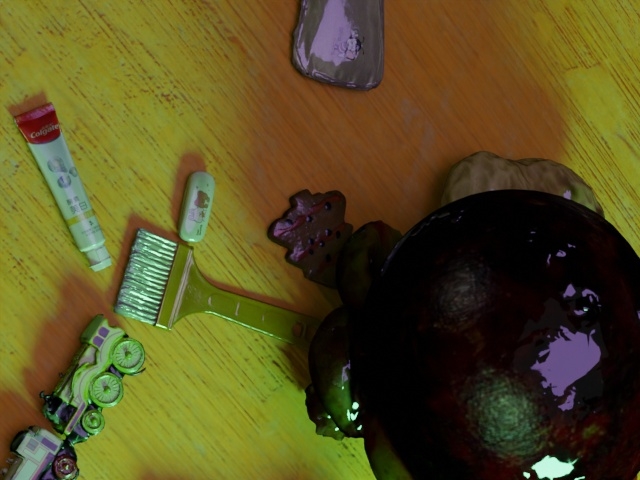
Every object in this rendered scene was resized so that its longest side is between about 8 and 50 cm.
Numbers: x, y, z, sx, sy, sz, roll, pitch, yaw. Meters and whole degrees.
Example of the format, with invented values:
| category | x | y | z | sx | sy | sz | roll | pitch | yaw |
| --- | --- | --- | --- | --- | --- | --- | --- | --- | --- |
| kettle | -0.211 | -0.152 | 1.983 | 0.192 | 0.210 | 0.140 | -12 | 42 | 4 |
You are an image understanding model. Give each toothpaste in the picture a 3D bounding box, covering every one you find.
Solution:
| category | x | y | z | sx | sy | sz | roll | pitch | yaw |
| --- | --- | --- | --- | --- | --- | --- | --- | --- | --- |
| toothpaste | -0.278 | -0.056 | 1.540 | 0.048 | 0.031 | 0.190 | -26 | 97 | -25 |

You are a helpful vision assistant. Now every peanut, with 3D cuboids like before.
| category | x | y | z | sx | sy | sz | roll | pitch | yaw |
| --- | --- | --- | --- | --- | --- | --- | --- | --- | --- |
| peanut | 0.258 | -0.017 | 1.792 | 0.233 | 0.110 | 0.196 | -1 | 85 | -30 |

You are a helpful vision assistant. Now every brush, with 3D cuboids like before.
| category | x | y | z | sx | sy | sz | roll | pitch | yaw |
| --- | --- | --- | --- | --- | --- | --- | --- | --- | --- |
| brush | -0.108 | 0.075 | 1.636 | 0.272 | 0.013 | 0.103 | 21 | 78 | -28 |

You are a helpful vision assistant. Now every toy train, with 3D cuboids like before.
| category | x | y | z | sx | sy | sz | roll | pitch | yaw |
| --- | --- | --- | --- | --- | --- | --- | --- | --- | --- |
| toy train | -0.276 | 0.203 | 1.513 | 0.085 | 0.053 | 0.249 | 34 | 72 | -15 |

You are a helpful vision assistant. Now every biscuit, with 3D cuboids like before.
| category | x | y | z | sx | sy | sz | roll | pitch | yaw |
| --- | --- | --- | --- | --- | --- | --- | --- | --- | --- |
| biscuit | 0.000 | 0.000 | 1.697 | 0.119 | 0.019 | 0.130 | -30 | 102 | -27 |

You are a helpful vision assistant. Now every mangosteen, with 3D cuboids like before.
| category | x | y | z | sx | sy | sz | roll | pitch | yaw |
| --- | --- | --- | --- | --- | --- | --- | --- | --- | --- |
| mangosteen | 0.197 | 0.127 | 1.587 | 0.381 | 0.421 | 0.381 | 1 | 89 | -41 |

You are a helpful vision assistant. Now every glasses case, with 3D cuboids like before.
| category | x | y | z | sx | sy | sz | roll | pitch | yaw |
| --- | --- | --- | --- | --- | --- | --- | --- | --- | --- |
| glasses case | -0.143 | -0.039 | 1.617 | 0.032 | 0.021 | 0.083 | 16 | 79 | -29 |

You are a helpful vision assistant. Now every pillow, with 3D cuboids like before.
| category | x | y | z | sx | sy | sz | roll | pitch | yaw |
| --- | --- | --- | --- | --- | --- | --- | --- | --- | --- |
| pillow | 0.030 | -0.304 | 1.721 | 0.131 | 0.038 | 0.232 | 7 | 86 | -26 |

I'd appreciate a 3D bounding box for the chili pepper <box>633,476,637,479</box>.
| category | x | y | z | sx | sy | sz | roll | pitch | yaw |
| --- | --- | --- | --- | --- | --- | --- | --- | --- | --- |
| chili pepper | 0.400 | 0.265 | 1.891 | 0.059 | 0.050 | 0.268 | -2 | 87 | -14 |
